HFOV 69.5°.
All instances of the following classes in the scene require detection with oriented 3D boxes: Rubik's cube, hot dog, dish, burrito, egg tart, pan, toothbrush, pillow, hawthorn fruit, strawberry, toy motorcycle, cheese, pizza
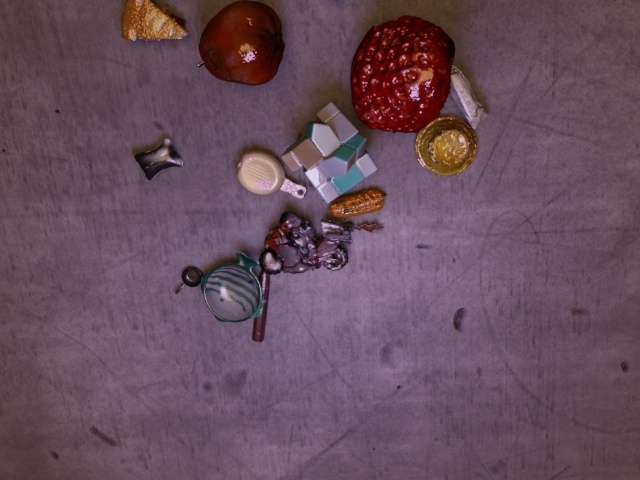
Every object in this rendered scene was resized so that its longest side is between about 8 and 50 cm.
[{"bbox_3d":[0.017,-0.249,1.316,0.224,0.265,0.213,-34,115,7],"label":"Rubik's cube"},{"bbox_3d":[0.117,-0.113,1.440,0.189,0.055,0.072,-14,100,7],"label":"hot dog"},{"bbox_3d":[-0.269,0.149,1.500,0.224,0.078,0.246,28,105,4],"label":"dish"},{"bbox_3d":[0.424,-0.423,1.354,0.064,0.064,0.203,-34,101,9],"label":"burrito"},{"bbox_3d":[0.379,-0.281,1.383,0.191,0.074,0.191,0,102,0],"label":"egg tart"},{"bbox_3d":[-0.443,0.137,1.539,0.115,0.023,0.068,-43,98,8],"label":"pan"},{"bbox_3d":[-0.189,0.167,1.527,0.041,0.041,0.363,8,102,1],"label":"toothbrush"},{"bbox_3d":[-0.507,-0.252,1.440,0.136,0.055,0.091,-24,81,5],"label":"pillow"},{"bbox_3d":[-0.233,-0.540,1.284,0.261,0.224,0.224,-6,103,17],"label":"hawthorn fruit"},{"bbox_3d":[0.218,-0.437,1.214,0.295,0.345,0.317,41,102,-8],"label":"strawberry"},{"bbox_3d":[0.000,0.000,1.435,0.402,0.134,0.207,-3,109,5],"label":"toy motorcycle"},{"bbox_3d":[-0.148,-0.191,1.431,0.228,0.064,0.137,25,106,-2],"label":"cheese"},{"bbox_3d":[-0.474,-0.634,1.344,0.194,0.069,0.154,18,103,-8],"label":"pizza"}]
